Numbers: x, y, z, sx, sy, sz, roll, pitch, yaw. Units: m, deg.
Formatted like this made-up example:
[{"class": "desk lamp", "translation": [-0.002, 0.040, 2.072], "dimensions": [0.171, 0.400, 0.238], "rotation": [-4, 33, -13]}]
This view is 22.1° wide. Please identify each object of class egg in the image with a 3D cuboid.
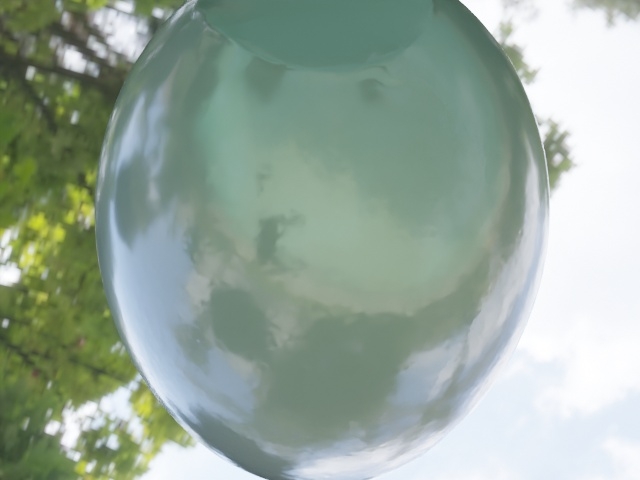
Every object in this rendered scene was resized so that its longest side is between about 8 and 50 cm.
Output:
[{"class": "egg", "translation": [0.000, 0.000, 0.646], "dimensions": [0.176, 0.232, 0.176], "rotation": [2, -133, -2]}]
